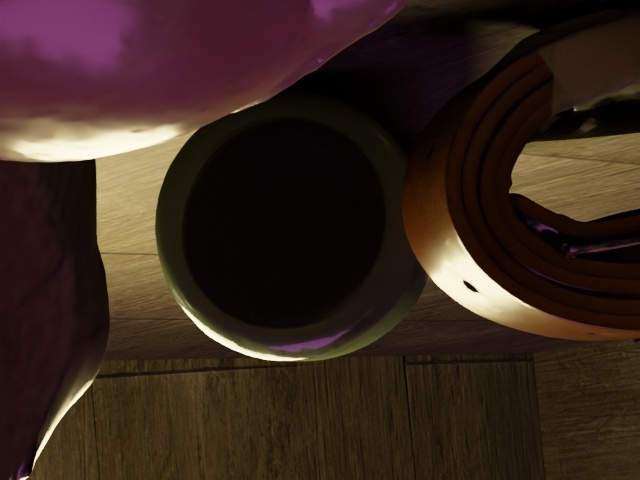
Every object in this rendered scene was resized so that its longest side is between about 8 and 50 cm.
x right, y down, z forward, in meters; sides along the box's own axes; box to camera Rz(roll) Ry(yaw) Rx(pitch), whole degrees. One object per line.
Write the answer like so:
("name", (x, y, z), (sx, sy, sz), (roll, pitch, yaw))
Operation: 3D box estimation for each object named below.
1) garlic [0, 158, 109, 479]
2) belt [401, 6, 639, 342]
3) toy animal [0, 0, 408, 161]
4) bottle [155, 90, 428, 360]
("garlic", (-0.214, -0.001, 0.669), (0.259, 0.317, 0.317), (12, -179, 29))
("belt", (0.178, -0.038, 1.036), (0.261, 0.184, 0.105), (-14, 175, -14))
("toy animal", (-0.133, -0.090, 0.401), (0.256, 0.195, 0.213), (-6, -172, -40))
("bottle", (0.002, -0.001, 1.272), (0.168, 0.168, 0.347), (-6, 176, 8))
